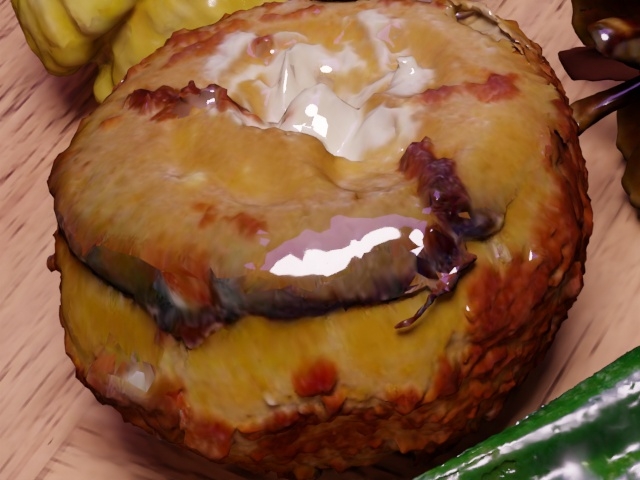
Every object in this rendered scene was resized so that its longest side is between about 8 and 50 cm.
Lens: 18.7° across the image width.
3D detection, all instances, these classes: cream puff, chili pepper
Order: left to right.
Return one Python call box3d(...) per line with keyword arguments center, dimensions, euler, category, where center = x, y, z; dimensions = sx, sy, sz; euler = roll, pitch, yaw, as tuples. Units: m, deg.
box3d(center=(0.001, 0.000, 0.809), dimensions=(0.240, 0.164, 0.240), euler=(-3, 34, 2), category="cream puff")
box3d(center=(0.071, 0.117, 0.760), dimensions=(0.227, 0.059, 0.088), euler=(-27, 73, -6), category="chili pepper")

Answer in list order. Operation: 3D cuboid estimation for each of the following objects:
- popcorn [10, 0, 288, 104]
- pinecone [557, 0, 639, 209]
box3d(center=(-0.040, -0.154, 0.970), dimensions=(0.226, 0.200, 0.203), euler=(-46, 19, 8), category="popcorn")
box3d(center=(0.201, -0.099, 0.836), dimensions=(0.201, 0.202, 0.229), euler=(6, 68, 4), category="pinecone")
